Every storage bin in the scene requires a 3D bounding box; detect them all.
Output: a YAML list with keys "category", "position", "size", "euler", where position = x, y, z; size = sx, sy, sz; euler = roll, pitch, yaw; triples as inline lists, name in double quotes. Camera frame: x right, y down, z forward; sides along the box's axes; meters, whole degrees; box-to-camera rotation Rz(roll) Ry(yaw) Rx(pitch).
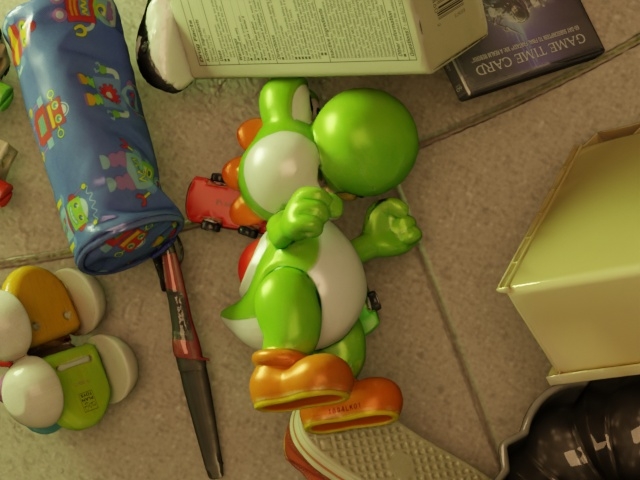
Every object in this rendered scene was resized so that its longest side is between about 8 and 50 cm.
- category: "storage bin"
  position: [0.340, -0.010, 1.555]
  size: [0.262, 0.260, 0.123]
  euler: [-12, 123, 42]

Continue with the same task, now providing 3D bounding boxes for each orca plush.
- category: "orca plush"
  position: [-0.156, -0.296, 1.769]
  size: [0.102, 0.151, 0.287]
  euler: [4, 88, 39]

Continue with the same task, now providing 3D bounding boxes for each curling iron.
- category: "curling iron"
  position: [-0.136, 0.118, 1.753]
  size: [0.035, 0.068, 0.274]
  euler: [-14, 89, 4]

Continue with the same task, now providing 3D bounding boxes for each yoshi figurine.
- category: "yoshi figurine"
  position: [0.022, -0.008, 1.615]
  size: [0.203, 0.203, 0.362]
  euler: [3, 67, -19]

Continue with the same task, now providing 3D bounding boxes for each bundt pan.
- category: "bundt pan"
  position: [0.311, 0.283, 1.622]
  size: [0.331, 0.124, 0.331]
  euler: [1, 77, -5]

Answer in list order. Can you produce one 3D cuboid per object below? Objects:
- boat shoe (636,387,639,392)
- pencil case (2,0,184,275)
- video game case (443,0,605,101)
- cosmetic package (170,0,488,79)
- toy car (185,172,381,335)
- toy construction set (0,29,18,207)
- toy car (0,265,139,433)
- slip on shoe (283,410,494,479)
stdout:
- category: "boat shoe"
  position: [0.343, 0.083, 1.703]
  size: [0.056, 0.048, 0.153]
  euler: [0, 92, -5]
- category: "pencil case"
  position: [-0.233, -0.116, 1.714]
  size: [0.119, 0.133, 0.306]
  euler: [-35, 65, 38]
- category: "video game case"
  position: [0.163, -0.291, 1.707]
  size: [0.196, 0.026, 0.274]
  euler: [-20, 82, -33]
- category: "cosmetic package"
  position: [-0.003, -0.251, 1.633]
  size: [0.309, 0.113, 0.160]
  euler: [5, 119, 40]
- category: "toy car"
  position: [0.000, 0.000, 1.745]
  size: [0.239, 0.053, 0.225]
  euler: [-23, 83, 5]
- category: "toy construction set"
  position: [-0.454, -0.160, 1.767]
  size: [0.327, 0.151, 0.215]
  euler: [31, 65, 1]
- category: "toy car"
  position: [-0.295, 0.124, 1.739]
  size: [0.136, 0.159, 0.182]
  euler: [-33, 81, 38]
- category: "slip on shoe"
  position: [0.099, 0.274, 1.691]
  size: [0.331, 0.101, 0.123]
  euler: [38, 59, -3]
